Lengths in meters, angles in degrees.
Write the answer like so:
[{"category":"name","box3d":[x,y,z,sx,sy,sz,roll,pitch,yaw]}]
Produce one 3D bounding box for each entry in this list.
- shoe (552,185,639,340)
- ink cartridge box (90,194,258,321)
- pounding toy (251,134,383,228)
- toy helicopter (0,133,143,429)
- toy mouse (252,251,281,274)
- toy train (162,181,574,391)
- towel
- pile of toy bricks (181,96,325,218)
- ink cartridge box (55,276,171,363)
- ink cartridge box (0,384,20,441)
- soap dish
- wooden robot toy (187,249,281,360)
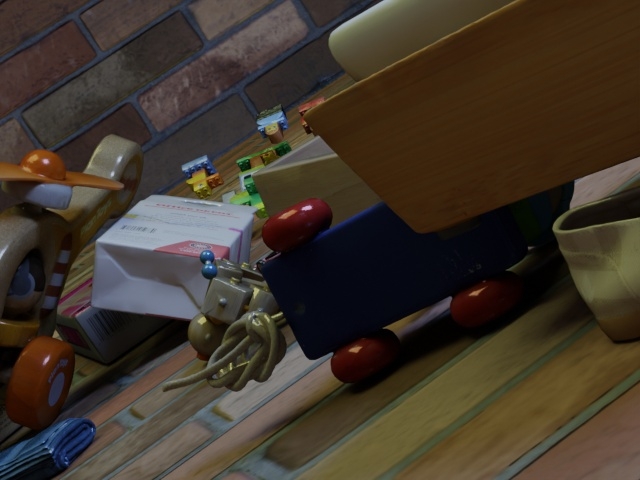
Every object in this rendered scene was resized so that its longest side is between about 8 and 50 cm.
[{"category":"shoe","box3d":[0.186,-0.016,0.672,0.219,0.058,0.076,-26,11,43]},{"category":"ink cartridge box","box3d":[-0.129,0.013,1.535,0.115,0.067,0.198,8,16,7]},{"category":"pounding toy","box3d":[0.090,-0.057,1.222,0.206,0.094,0.181,-10,18,48]},{"category":"toy helicopter","box3d":[-0.252,-0.010,1.533,0.355,0.140,0.235,-57,-20,-54]},{"category":"toy mouse","box3d":[0.000,0.000,1.411,0.161,0.031,0.143,-35,8,-10]},{"category":"toy train","box3d":[0.028,0.018,0.980,0.248,0.105,0.143,-28,-1,34]},{"category":"towel","box3d":[-0.232,0.173,1.284,0.119,0.029,0.067,-29,8,28]},{"category":"pile of toy bricks","box3d":[-0.054,-0.062,1.818,0.212,0.118,0.105,-23,42,9]},{"category":"ink cartridge box","box3d":[-0.200,0.053,1.789,0.176,0.069,0.371,-35,6,-13]},{"category":"ink cartridge box","box3d":[-0.395,0.195,1.593,0.193,0.088,0.235,-22,14,49]},{"category":"soap dish","box3d":[0.169,-0.101,0.824,0.291,0.118,0.229,-19,-2,-43]},{"category":"wooden robot toy","box3d":[-0.069,0.061,1.283,0.173,0.076,0.079,-125,57,-82]}]
